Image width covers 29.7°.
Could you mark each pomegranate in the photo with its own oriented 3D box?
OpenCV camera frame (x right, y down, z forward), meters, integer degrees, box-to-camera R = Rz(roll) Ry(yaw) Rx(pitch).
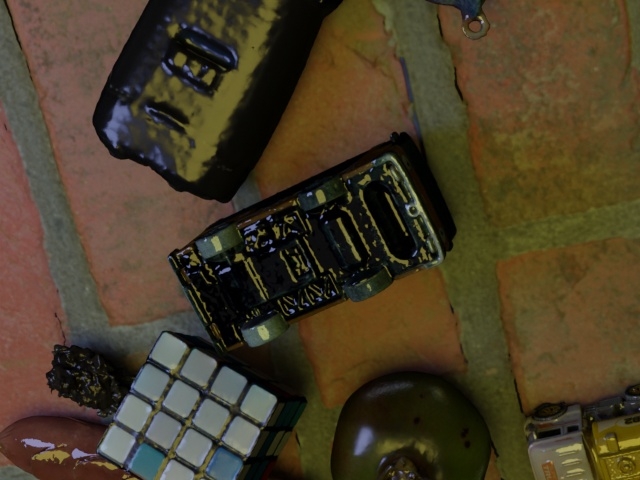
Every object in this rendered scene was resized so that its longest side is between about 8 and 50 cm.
[{"bbox_3d":[0.096,0.239,1.300,0.181,0.224,0.181,1,99,6],"label":"pomegranate"}]

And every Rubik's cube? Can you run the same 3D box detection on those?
[{"bbox_3d":[-0.127,0.202,1.322,0.155,0.151,0.154,28,87,14],"label":"Rubik's cube"}]

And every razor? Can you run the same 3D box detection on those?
[{"bbox_3d":[-0.102,-0.210,1.281,0.189,0.107,0.327,32,108,3],"label":"razor"}]

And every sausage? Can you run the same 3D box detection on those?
[{"bbox_3d":[-0.193,0.281,1.441,0.433,0.088,0.088,13,107,11],"label":"sausage"}]

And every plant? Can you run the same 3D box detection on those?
[{"bbox_3d":[-0.247,0.179,1.431,0.174,0.085,0.087,33,114,-6],"label":"plant"}]

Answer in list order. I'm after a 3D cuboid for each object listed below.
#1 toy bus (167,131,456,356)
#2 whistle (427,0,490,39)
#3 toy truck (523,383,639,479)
[{"bbox_3d":[0.000,0.000,1.287,0.275,0.167,0.138,-24,98,22],"label":"toy bus"},{"bbox_3d":[0.113,-0.367,1.193,0.142,0.134,0.346,-14,92,19],"label":"whistle"},{"bbox_3d":[0.334,0.218,1.299,0.227,0.114,0.098,-15,101,16],"label":"toy truck"}]
